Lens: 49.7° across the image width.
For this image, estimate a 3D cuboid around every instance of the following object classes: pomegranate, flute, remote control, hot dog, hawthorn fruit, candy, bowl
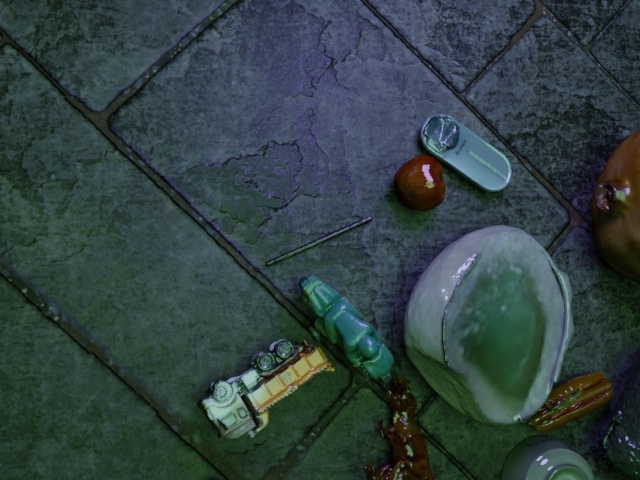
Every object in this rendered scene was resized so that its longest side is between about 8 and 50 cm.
[{"bbox_3d":[0.805,-0.076,1.551,0.417,0.417,0.416,2,83,-13],"label":"pomegranate"},{"bbox_3d":[0.000,0.000,1.544,0.270,0.014,0.014,-24,89,-14],"label":"flute"},{"bbox_3d":[0.339,-0.203,1.627,0.247,0.052,0.104,35,76,-7],"label":"remote control"},{"bbox_3d":[0.579,0.379,1.610,0.236,0.062,0.092,-23,93,-14],"label":"hot dog"},{"bbox_3d":[0.225,-0.130,1.566,0.125,0.140,0.125,0,90,-44],"label":"hawthorn fruit"},{"bbox_3d":[0.372,0.169,1.522,0.386,0.186,0.426,35,75,-16],"label":"candy"},{"bbox_3d":[0.527,0.553,1.553,0.212,0.112,0.211,1,85,-13],"label":"bowl"}]

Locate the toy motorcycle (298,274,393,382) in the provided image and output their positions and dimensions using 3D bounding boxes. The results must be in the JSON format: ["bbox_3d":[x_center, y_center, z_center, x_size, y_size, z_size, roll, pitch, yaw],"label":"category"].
[{"bbox_3d":[0.055,0.194,1.442,0.109,0.198,0.296,-41,92,-9],"label":"toy motorcycle"}]

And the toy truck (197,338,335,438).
[{"bbox_3d":[-0.115,0.303,1.435,0.271,0.114,0.135,-32,86,-17],"label":"toy truck"}]

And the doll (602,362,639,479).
[{"bbox_3d":[0.801,0.404,1.578,0.247,0.247,0.349,40,87,-6],"label":"doll"}]

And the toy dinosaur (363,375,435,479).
[{"bbox_3d":[0.183,0.516,1.488,0.208,0.097,0.431,-19,92,-24],"label":"toy dinosaur"}]
